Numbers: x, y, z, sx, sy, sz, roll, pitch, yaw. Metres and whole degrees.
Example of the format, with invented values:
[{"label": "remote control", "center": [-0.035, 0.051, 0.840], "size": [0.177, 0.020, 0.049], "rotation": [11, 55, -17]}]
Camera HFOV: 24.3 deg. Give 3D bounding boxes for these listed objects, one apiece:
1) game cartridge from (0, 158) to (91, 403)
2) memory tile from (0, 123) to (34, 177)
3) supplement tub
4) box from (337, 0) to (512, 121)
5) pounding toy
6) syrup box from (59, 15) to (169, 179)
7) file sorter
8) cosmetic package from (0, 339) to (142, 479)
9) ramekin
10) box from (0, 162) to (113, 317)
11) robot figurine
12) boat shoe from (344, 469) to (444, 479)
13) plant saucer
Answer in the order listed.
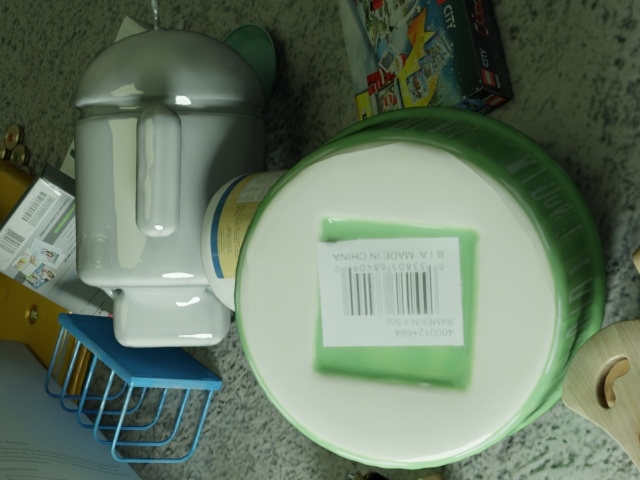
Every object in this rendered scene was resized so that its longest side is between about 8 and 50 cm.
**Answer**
[{"label": "game cartridge", "center": [-0.384, 0.070, 1.904], "size": [0.324, 0.053, 0.285], "rotation": [29, 106, 49]}, {"label": "memory tile", "center": [-0.441, -0.081, 2.036], "size": [0.148, 0.012, 0.113], "rotation": [-43, 52, 34]}, {"label": "supplement tub", "center": [0.000, 0.000, 1.420], "size": [0.200, 0.144, 0.144], "rotation": [-4, 78, 39]}, {"label": "box", "center": [0.094, -0.210, 1.448], "size": [0.159, 0.044, 0.233], "rotation": [-29, 60, 41]}, {"label": "pounding toy", "center": [0.251, 0.127, 1.111], "size": [0.154, 0.155, 0.269], "rotation": [-28, 62, 36]}, {"label": "syrup box", "center": [-0.217, -0.129, 1.737], "size": [0.096, 0.093, 0.236], "rotation": [42, 113, 44]}, {"label": "file sorter", "center": [-0.215, 0.163, 1.651], "size": [0.170, 0.118, 0.104], "rotation": [32, 108, 47]}, {"label": "cosmetic package", "center": [-0.368, 0.244, 1.643], "size": [0.385, 0.217, 0.156], "rotation": [36, 104, 48]}, {"label": "ramekin", "center": [0.076, 0.042, 1.225], "size": [0.303, 0.148, 0.303], "rotation": [2, 96, 16]}, {"label": "box", "center": [-0.273, 0.014, 1.703], "size": [0.145, 0.186, 0.038], "rotation": [-49, 18, 30]}, {"label": "robot figurine", "center": [-0.156, -0.067, 1.553], "size": [0.300, 0.200, 0.353], "rotation": [160, 109, -85]}, {"label": "boat shoe", "center": [0.049, 0.250, 1.384], "size": [0.183, 0.066, 0.066], "rotation": [-11, 68, 36]}, {"label": "plant saucer", "center": [-0.082, -0.182, 1.654], "size": [0.119, 0.021, 0.119], "rotation": [-13, 72, 45]}]
